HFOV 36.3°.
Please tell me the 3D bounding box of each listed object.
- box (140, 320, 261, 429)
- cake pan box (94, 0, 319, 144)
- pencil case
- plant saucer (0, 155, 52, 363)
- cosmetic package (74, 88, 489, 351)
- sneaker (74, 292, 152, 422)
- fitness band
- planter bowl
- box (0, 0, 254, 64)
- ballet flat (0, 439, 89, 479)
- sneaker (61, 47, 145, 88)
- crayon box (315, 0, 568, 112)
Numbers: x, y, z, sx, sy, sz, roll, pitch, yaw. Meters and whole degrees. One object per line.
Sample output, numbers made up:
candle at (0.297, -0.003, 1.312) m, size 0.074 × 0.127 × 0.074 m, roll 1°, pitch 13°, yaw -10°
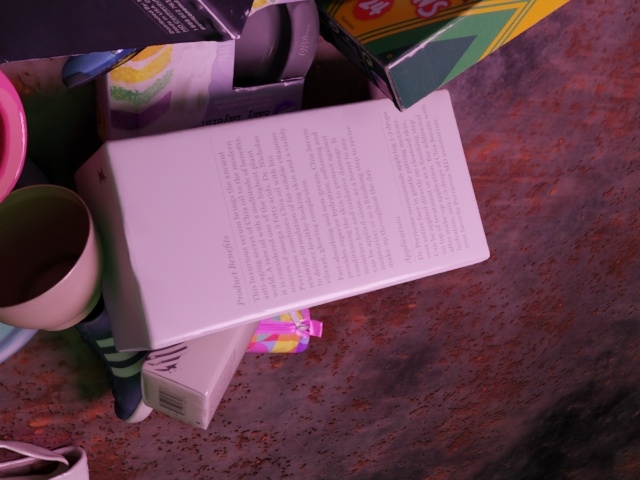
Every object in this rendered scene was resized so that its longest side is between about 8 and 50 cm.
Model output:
box at (-0.133, 0.099, 1.286) m, size 0.113 × 0.094 × 0.275 m, roll 102°, pitch 11°, yaw -54°
cake pan box at (-0.132, -0.233, 1.141) m, size 0.267 × 0.070 × 0.245 m, roll -12°, pitch 135°, yaw -26°
pencil case at (-0.119, 0.121, 1.439) m, size 0.236 × 0.104 × 0.104 m, roll 2°, pitch 125°, yaw -36°
plant saucer at (-0.431, 0.028, 1.105) m, size 0.317 × 0.044 × 0.317 m, roll -13°, pitch 114°, yaw -33°
cosmetic package at (-0.040, -0.029, 1.188) m, size 0.453 × 0.161 × 0.230 m, roll -12°, pitch 88°, yaw -27°
sneaker at (-0.284, 0.112, 1.316) m, size 0.148 × 0.131 × 0.350 m, roll 2°, pitch 128°, yaw -17°
fitness band at (-0.446, -0.100, 0.993) m, size 0.291 × 0.054 × 0.209 m, roll -10°, pitch 105°, yaw -30°
planter bowl at (-0.307, 0.034, 1.081) m, size 0.162 × 0.162 × 0.109 m, roll -32°, pitch 142°, yaw -6°
box at (-0.180, -0.315, 0.780) m, size 0.183 × 0.294 × 0.296 m, roll 41°, pitch 59°, yaw -47°
ballet flat at (-0.503, 0.342, 1.370) m, size 0.400 × 0.139 × 0.139 m, roll 7°, pitch 122°, yaw -43°
sneaker at (-0.195, -0.239, 1.008) m, size 0.209 × 0.069 × 0.082 m, roll -34°, pitch 103°, yaw 12°
crayon box at (0.166, -0.314, 1.174) m, size 0.318 × 0.202 × 0.081 m, roll -34°, pitch 138°, yaw -5°
